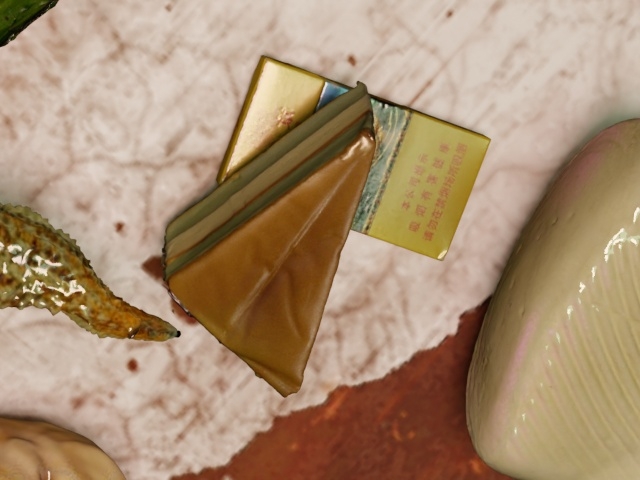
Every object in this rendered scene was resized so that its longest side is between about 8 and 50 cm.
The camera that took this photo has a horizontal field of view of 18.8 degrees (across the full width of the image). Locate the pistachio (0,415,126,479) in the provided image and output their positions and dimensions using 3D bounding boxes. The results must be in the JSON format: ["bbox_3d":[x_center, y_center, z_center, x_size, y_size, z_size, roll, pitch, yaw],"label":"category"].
[{"bbox_3d":[-0.180,0.217,1.174,0.157,0.157,0.229,-12,106,-8],"label":"pistachio"}]

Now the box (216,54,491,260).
[{"bbox_3d":[0.021,-0.051,1.213,0.155,0.023,0.087,18,101,-13],"label":"box"}]

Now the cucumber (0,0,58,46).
[{"bbox_3d":[-0.228,-0.123,1.129,0.227,0.069,0.069,-34,106,-4],"label":"cucumber"}]

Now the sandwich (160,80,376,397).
[{"bbox_3d":[0.000,0.000,1.170,0.163,0.079,0.113,-38,116,15],"label":"sandwich"}]

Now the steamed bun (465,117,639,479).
[{"bbox_3d":[0.187,0.040,1.204,0.170,0.152,0.238,20,113,-20],"label":"steamed bun"}]

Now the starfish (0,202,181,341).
[{"bbox_3d":[-0.279,0.005,1.063,0.358,0.078,0.347,-28,96,-2],"label":"starfish"}]
